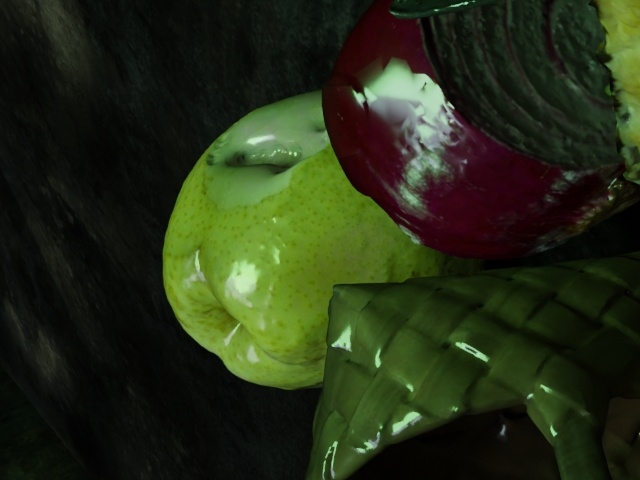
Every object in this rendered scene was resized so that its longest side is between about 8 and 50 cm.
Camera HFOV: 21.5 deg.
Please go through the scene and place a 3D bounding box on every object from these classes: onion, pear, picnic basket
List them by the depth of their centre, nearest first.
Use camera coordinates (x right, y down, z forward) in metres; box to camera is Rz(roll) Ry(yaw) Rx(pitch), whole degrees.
[{"bbox_3d":[0.112,-0.082,1.149,0.216,0.206,0.207,55,155,16],"label":"onion"},{"bbox_3d":[0.158,0.198,1.155,0.337,0.337,0.293,46,155,30],"label":"picnic basket"},{"bbox_3d":[0.000,0.000,1.410,0.271,0.271,0.271,44,151,33],"label":"pear"}]

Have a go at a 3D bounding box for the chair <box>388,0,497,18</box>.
[{"bbox_3d":[0.073,-0.346,0.930,0.226,0.226,0.401,4,119,62],"label":"chair"}]

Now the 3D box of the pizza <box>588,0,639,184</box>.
[{"bbox_3d":[0.281,-0.081,0.821,0.435,0.080,0.392,33,160,0],"label":"pizza"}]
